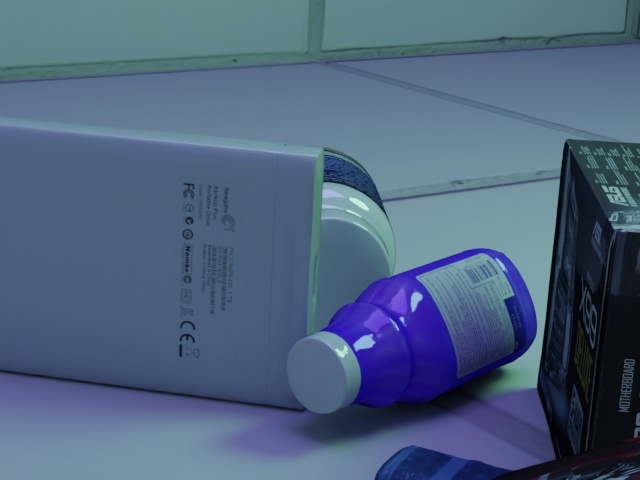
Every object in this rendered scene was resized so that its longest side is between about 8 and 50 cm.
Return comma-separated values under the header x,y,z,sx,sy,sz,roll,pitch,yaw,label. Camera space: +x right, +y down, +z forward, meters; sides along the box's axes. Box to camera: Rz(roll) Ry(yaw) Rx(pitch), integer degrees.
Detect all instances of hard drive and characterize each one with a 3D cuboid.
x,y,z,sx,sy,sz,roll,pitch,yaw,label
-0.177,0.016,1.264,0.353,0.233,0.047,6,18,10,hard drive

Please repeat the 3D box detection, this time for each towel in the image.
x,y,z,sx,sy,sz,roll,pitch,yaw,label
0.106,0.188,1.095,0.119,0.029,0.067,12,19,27,towel

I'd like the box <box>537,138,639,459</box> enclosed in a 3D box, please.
x,y,z,sx,sy,sz,roll,pitch,yaw,label
0.238,0.067,1.157,0.076,0.243,0.307,4,17,2,box

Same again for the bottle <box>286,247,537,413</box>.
x,y,z,sx,sy,sz,roll,pitch,yaw,label
0.084,0.086,1.281,0.092,0.118,0.282,-27,-7,41,bottle

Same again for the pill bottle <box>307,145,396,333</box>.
x,y,z,sx,sy,sz,roll,pitch,yaw,label
0.000,0.000,1.497,0.153,0.153,0.265,2,16,-5,pill bottle

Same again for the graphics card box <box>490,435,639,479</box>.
x,y,z,sx,sy,sz,roll,pitch,yaw,label
0.098,0.197,0.780,0.232,0.094,0.371,-25,-6,43,graphics card box
